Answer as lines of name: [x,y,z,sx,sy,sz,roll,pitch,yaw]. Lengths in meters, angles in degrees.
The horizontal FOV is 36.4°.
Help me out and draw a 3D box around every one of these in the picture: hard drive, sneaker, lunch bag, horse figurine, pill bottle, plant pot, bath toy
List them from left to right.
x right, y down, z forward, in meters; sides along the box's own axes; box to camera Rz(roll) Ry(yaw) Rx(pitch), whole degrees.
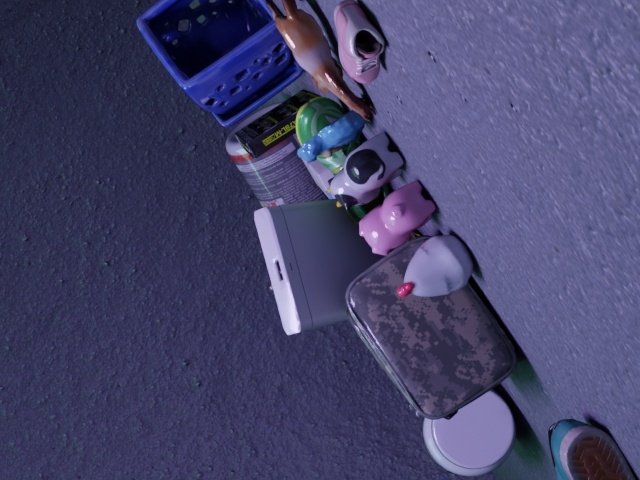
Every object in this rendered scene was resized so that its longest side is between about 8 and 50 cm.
plant pot: [-0.186,-0.382,1.943,0.236,0.236,0.212,54,-178,30]
pill bottle: [-0.062,-0.145,2.423,0.363,0.210,0.210,59,176,-24]
horse figurine: [-0.018,-0.312,1.539,0.263,0.066,0.174,57,-177,-37]
hard drive: [0.034,0.036,1.870,0.353,0.047,0.233,-9,-98,-51]
sneaker: [0.061,-0.145,1.802,0.123,0.109,0.295,25,154,56]
sneaker: [0.055,-0.241,1.261,0.070,0.051,0.134,61,176,40]
bath toy: [0.106,-0.045,1.600,0.348,0.129,0.151,54,170,13]
lunch bag: [0.194,0.165,1.749,0.305,0.212,0.256,55,-179,8]
pill bottle: [0.331,0.427,2.196,0.204,0.204,0.361,56,176,13]
sneaker: [0.431,0.398,1.458,0.121,0.108,0.302,-140,26,-81]

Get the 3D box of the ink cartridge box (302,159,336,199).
ink cartridge box: [0.027,-0.155,2.091,0.092,0.090,0.143,60,175,-32]

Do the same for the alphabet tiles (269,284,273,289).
alphabet tiles: [0.000,0.000,2.143,0.011,0.285,0.342,45,-178,2]

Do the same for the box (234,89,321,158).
box: [-0.085,-0.248,2.056,0.045,0.184,0.190,60,175,-17]

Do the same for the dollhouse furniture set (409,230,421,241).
dollhouse furniture set: [0.211,0.043,1.895,0.076,0.058,0.152,-113,12,-65]
